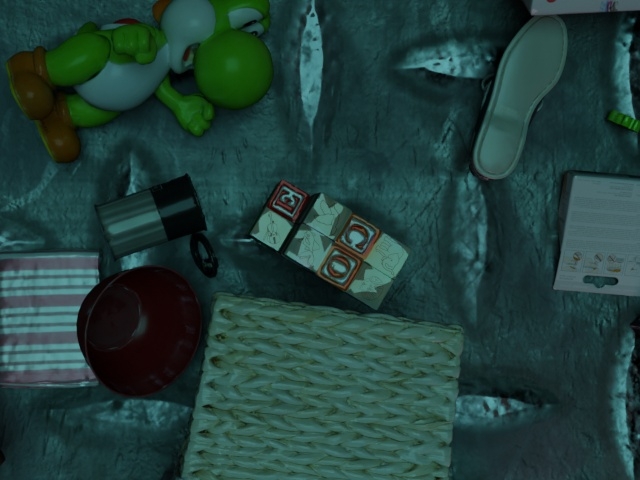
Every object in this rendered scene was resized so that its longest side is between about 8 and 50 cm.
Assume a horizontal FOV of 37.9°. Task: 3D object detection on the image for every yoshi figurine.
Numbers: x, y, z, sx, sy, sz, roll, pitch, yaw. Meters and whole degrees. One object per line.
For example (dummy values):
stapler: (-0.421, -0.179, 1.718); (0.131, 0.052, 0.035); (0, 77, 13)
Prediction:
yoshi figurine: (-0.216, -0.220, 1.261); (0.362, 0.203, 0.203); (-25, 108, -7)

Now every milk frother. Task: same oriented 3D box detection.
milk frother: (-0.221, -0.001, 1.281); (0.135, 0.129, 0.143); (-19, 86, -9)

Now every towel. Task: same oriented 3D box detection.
towel: (-0.382, 0.110, 1.319); (0.144, 0.029, 0.197); (0, 87, -6)

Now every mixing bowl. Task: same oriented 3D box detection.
mixing bowl: (-0.263, 0.115, 1.277); (0.181, 0.098, 0.181); (-10, 105, -40)

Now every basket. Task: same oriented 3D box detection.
basket: (-0.012, 0.216, 1.208); (0.332, 0.328, 0.266); (8, 85, -5)

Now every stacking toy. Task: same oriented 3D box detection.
stacking toy: (0.556, -0.215, 1.386); (0.221, 0.052, 0.166); (22, 98, 1)

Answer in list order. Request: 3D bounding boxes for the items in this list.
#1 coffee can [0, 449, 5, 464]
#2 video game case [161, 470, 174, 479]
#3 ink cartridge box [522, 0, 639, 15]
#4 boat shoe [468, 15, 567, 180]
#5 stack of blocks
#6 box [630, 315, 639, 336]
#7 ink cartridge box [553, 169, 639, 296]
coffee can: (-0.559, 0.202, 1.213); (0.202, 0.201, 0.275); (-21, 92, -5)
video game case: (-0.076, 0.378, 1.224); (0.270, 0.244, 0.061); (15, 84, -12)
ink cartridge box: (0.402, -0.443, 1.268); (0.270, 0.197, 0.198); (-3, 132, -6)
boat shoe: (0.282, -0.206, 1.353); (0.095, 0.079, 0.254); (17, 91, -8)
stack of blocks: (0.000, 0.000, 1.217); (0.171, 0.297, 0.087); (31, 88, -6)
box: (0.593, 0.148, 1.369); (0.207, 0.108, 0.153); (44, 87, -4)
ink cartridge box: (0.427, -0.011, 1.396); (0.146, 0.045, 0.179); (5, 108, -6)
